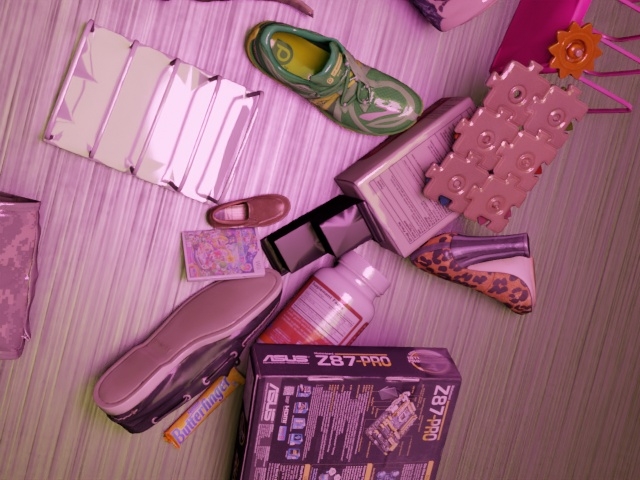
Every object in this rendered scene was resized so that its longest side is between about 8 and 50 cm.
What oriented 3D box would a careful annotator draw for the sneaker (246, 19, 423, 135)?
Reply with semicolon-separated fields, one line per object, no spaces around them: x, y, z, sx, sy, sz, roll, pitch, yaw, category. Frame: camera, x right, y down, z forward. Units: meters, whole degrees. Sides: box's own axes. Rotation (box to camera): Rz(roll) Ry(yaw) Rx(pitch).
0.022;-0.244;1.529;0.295;0.123;0.109;24;93;-10;sneaker

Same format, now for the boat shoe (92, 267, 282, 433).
-0.185;0.177;1.540;0.340;0.127;0.113;-41;130;-21;boat shoe

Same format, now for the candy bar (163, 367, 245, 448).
-0.188;0.269;1.596;0.161;0.018;0.040;-45;104;-6;candy bar

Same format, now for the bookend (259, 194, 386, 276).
0.000;0.000;1.540;0.156;0.157;0.072;-30;102;-9;bookend

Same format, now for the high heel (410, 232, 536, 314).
0.256;0.060;1.624;0.186;0.261;0.093;-5;60;14;high heel

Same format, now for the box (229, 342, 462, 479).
0.024;0.347;1.548;0.318;0.097;0.395;3;118;-12;box

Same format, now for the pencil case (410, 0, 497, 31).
0.131;-0.509;1.514;0.183;0.160;0.410;-42;104;9;pencil case

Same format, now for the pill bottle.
0.008;0.121;1.574;0.121;0.121;0.216;43;85;-14;pill bottle

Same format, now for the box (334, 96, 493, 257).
0.165;-0.104;1.583;0.232;0.127;0.149;-37;105;-7;box

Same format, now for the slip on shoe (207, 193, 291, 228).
-0.111;-0.046;1.563;0.135;0.041;0.051;-6;84;-12;slip on shoe

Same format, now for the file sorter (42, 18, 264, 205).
-0.242;-0.183;1.454;0.277;0.173;0.193;21;91;-15;file sorter

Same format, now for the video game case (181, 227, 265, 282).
-0.153;0.021;1.556;0.122;0.011;0.087;-4;60;-13;video game case

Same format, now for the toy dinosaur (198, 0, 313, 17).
-0.136;-0.414;1.514;0.268;0.064;0.118;3;102;-16;toy dinosaur

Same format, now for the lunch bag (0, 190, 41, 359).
-0.544;0.039;1.409;0.287;0.169;0.235;8;94;-10;lunch bag

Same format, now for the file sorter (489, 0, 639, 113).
0.445;-0.366;1.587;0.182;0.202;0.291;24;90;-18;file sorter

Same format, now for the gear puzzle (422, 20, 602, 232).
0.292;-0.182;1.474;0.175;0.044;0.339;24;109;-25;gear puzzle
